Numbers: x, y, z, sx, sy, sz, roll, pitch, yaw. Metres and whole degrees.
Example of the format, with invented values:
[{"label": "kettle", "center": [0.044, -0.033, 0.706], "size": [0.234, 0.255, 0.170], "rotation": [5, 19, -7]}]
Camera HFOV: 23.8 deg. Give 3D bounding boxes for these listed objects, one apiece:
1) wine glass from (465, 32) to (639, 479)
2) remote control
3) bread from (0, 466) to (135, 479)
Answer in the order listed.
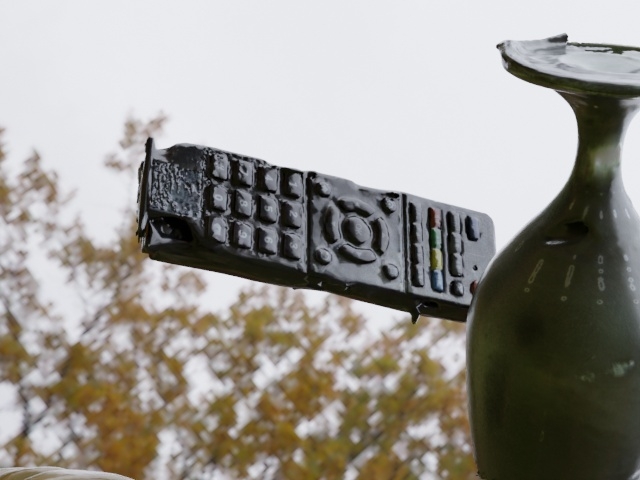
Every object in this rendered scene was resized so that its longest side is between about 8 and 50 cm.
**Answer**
[{"label": "wine glass", "center": [0.144, 0.016, 0.830], "size": [0.126, 0.126, 0.241], "rotation": [19, -65, 39]}, {"label": "remote control", "center": [0.000, 0.000, 1.552], "size": [0.398, 0.145, 0.062], "rotation": [13, -30, -22]}, {"label": "bread", "center": [-0.163, 0.176, 0.899], "size": [0.225, 0.134, 0.081], "rotation": [-14, -113, 49]}]
